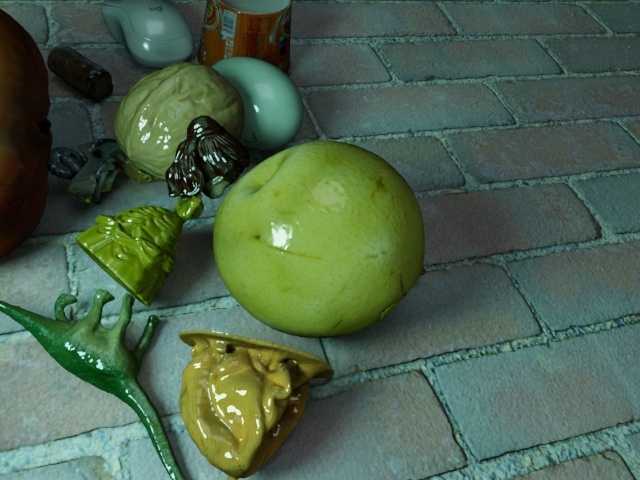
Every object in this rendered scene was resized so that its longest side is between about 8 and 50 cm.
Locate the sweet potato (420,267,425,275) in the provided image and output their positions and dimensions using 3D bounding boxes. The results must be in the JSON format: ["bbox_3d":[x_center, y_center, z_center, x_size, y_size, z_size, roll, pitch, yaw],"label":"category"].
[{"bbox_3d":[0.103,0.044,1.285,0.202,0.055,0.058,16,10,3],"label":"sweet potato"}]

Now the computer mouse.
[{"bbox_3d":[-0.428,-0.542,1.638,0.184,0.121,0.296,-15,55,-24],"label":"computer mouse"}]

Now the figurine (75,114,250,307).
[{"bbox_3d":[-0.243,-0.057,1.134,0.168,0.187,0.315,43,74,-1],"label":"figurine"}]

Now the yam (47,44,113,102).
[{"bbox_3d":[-0.535,-0.375,1.489,0.141,0.079,0.079,33,50,17],"label":"yam"}]

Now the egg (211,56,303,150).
[{"bbox_3d":[-0.150,-0.302,1.447,0.183,0.182,0.264,-30,56,-34],"label":"egg"}]

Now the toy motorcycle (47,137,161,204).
[{"bbox_3d":[-0.409,-0.131,1.299,0.229,0.094,0.129,-9,55,-37],"label":"toy motorcycle"}]

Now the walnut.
[{"bbox_3d":[-0.269,-0.224,1.276,0.225,0.225,0.261,35,54,18],"label":"walnut"}]

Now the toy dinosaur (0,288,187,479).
[{"bbox_3d":[-0.349,0.222,1.004,0.447,0.087,0.300,12,56,-7],"label":"toy dinosaur"}]

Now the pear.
[{"bbox_3d":[0.000,0.000,1.111,0.349,0.348,0.348,7,48,-8],"label":"pear"}]

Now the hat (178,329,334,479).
[{"bbox_3d":[-0.113,0.278,0.976,0.234,0.244,0.233,4,67,21],"label":"hat"}]

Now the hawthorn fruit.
[{"bbox_3d":[-0.645,-0.173,1.034,0.472,0.471,0.471,7,48,-8],"label":"hawthorn fruit"}]

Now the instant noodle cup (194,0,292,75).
[{"bbox_3d":[-0.178,-0.516,1.623,0.251,0.192,0.250,7,48,-8],"label":"instant noodle cup"}]
